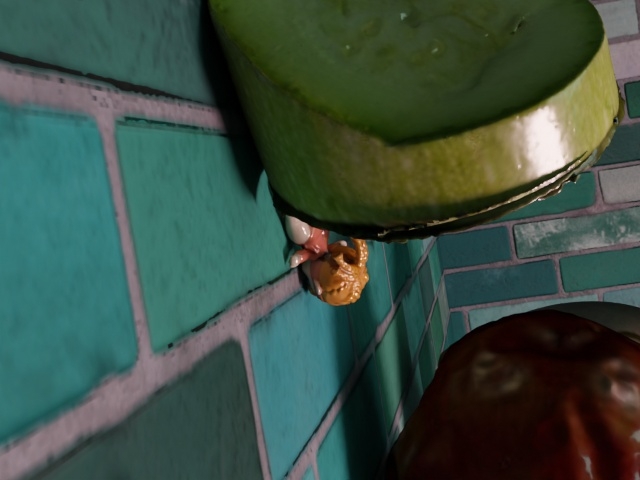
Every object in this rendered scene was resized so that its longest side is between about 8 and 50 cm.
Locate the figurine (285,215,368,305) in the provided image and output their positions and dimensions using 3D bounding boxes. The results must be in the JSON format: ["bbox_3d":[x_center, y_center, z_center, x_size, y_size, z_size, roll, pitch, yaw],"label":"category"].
[{"bbox_3d":[0.000,0.000,0.597,0.064,0.047,0.109,-56,138,-31],"label":"figurine"}]

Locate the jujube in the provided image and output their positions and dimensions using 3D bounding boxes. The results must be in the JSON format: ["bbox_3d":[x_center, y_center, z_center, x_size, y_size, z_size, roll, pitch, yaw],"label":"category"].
[{"bbox_3d":[0.179,0.253,0.769,0.276,0.277,0.376,-76,159,-65],"label":"jujube"}]

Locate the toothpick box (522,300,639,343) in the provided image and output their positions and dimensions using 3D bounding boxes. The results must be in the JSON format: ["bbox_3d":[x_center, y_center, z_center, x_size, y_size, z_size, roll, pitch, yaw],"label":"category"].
[{"bbox_3d":[0.327,0.327,1.110,0.409,0.409,0.425,70,18,-46],"label":"toothpick box"}]

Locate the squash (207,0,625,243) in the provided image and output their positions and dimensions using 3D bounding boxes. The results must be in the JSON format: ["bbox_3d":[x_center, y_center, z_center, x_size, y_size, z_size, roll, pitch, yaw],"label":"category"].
[{"bbox_3d":[0.059,-0.105,0.513,0.220,0.220,0.133,-86,167,-50],"label":"squash"}]
